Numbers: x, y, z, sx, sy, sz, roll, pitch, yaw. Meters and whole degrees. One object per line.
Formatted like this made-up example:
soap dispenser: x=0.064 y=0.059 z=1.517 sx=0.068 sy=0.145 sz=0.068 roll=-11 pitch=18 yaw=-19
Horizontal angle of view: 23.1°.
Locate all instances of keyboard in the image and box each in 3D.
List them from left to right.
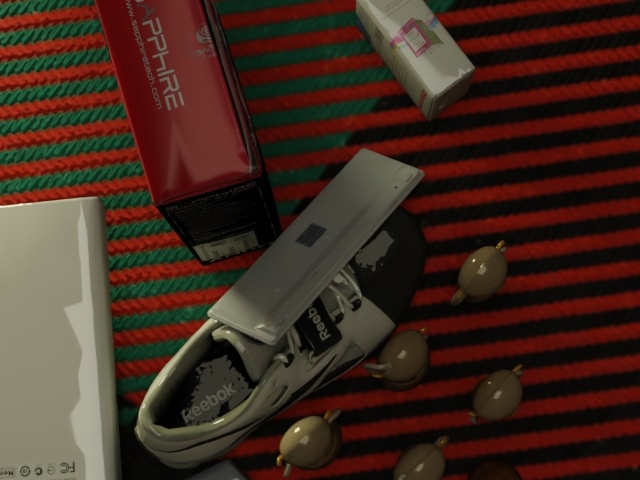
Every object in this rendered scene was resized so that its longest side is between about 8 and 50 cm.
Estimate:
keyboard: x=0.000 y=0.000 z=1.419 sx=0.072 sy=0.014 sz=0.256 roll=19 pitch=48 yaw=29

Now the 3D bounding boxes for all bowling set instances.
bowling set: x=0.119 y=0.154 z=1.395 sx=0.200 sy=0.154 sz=0.287 roll=42 pitch=86 yaw=8

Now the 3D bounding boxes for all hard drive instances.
hard drive: x=-0.303 y=0.147 z=1.430 sx=0.233 sy=0.047 sz=0.353 roll=-6 pitch=80 yaw=4

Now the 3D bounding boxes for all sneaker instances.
sneaker: x=-0.031 y=0.086 z=1.419 sx=0.330 sy=0.146 sz=0.122 roll=-43 pitch=81 yaw=-6

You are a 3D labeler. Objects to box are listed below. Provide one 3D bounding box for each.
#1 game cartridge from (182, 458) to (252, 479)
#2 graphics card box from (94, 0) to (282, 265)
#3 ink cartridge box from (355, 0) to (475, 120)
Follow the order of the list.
game cartridge: x=-0.084 y=0.363 z=1.428 sx=0.198 sy=0.062 sz=0.297 roll=-27 pitch=82 yaw=3
graphics card box: x=-0.110 y=-0.119 z=1.336 sx=0.094 sy=0.371 sz=0.233 roll=-18 pitch=83 yaw=0
ink cartridge box: x=0.088 y=-0.182 z=1.476 sx=0.052 sy=0.088 sz=0.122 roll=-35 pitch=82 yaw=-5
